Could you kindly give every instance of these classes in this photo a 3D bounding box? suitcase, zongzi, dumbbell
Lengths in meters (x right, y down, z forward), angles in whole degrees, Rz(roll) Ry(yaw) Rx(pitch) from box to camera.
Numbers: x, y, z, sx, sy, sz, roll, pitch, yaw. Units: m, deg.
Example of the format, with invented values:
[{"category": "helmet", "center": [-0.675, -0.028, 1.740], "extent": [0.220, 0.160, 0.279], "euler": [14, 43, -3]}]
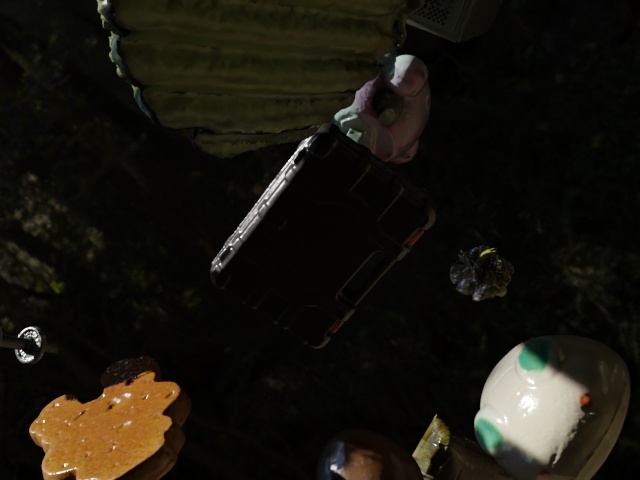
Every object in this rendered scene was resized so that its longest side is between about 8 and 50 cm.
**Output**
[{"category": "suitcase", "center": [0.000, 0.000, 1.233], "extent": [0.285, 0.206, 0.066], "euler": [-50, 13, 23]}, {"category": "zongzi", "center": [0.255, 0.485, 1.743], "extent": [0.241, 0.248, 0.111], "euler": [-56, 28, 14]}, {"category": "dumbbell", "center": [-0.615, 0.200, 1.761], "extent": [0.081, 0.081, 0.254], "euler": [-47, -31, 11]}]

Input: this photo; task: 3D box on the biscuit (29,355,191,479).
[{"category": "biscuit", "center": [-0.268, 0.247, 1.159], "extent": [0.202, 0.047, 0.334], "euler": [-33, 20, -18]}]

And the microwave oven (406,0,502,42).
[{"category": "microwave oven", "center": [0.219, -0.570, 1.428], "extent": [0.374, 0.236, 0.431], "euler": [-39, -29, -63]}]

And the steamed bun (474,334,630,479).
[{"category": "steamed bun", "center": [0.248, 0.180, 0.983], "extent": [0.177, 0.131, 0.228], "euler": [-60, -7, 12]}]

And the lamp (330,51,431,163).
[{"category": "lamp", "center": [0.030, -0.230, 1.503], "extent": [0.247, 0.301, 0.247], "euler": [93, -163, -56]}]

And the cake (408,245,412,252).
[{"category": "cake", "center": [0.044, -0.046, 1.405], "extent": [0.135, 0.287, 0.098], "euler": [37, -107, -49]}]

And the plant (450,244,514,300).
[{"category": "plant", "center": [0.293, 0.048, 1.637], "extent": [0.104, 0.117, 0.122], "euler": [-59, -27, -30]}]

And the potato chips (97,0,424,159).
[{"category": "potato chips", "center": [-0.056, -0.247, 0.959], "extent": [0.429, 0.070, 0.358], "euler": [-4, -54, -44]}]

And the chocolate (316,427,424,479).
[{"category": "chocolate", "center": [0.062, 0.345, 1.243], "extent": [0.177, 0.177, 0.177], "euler": [-44, -9, -9]}]
